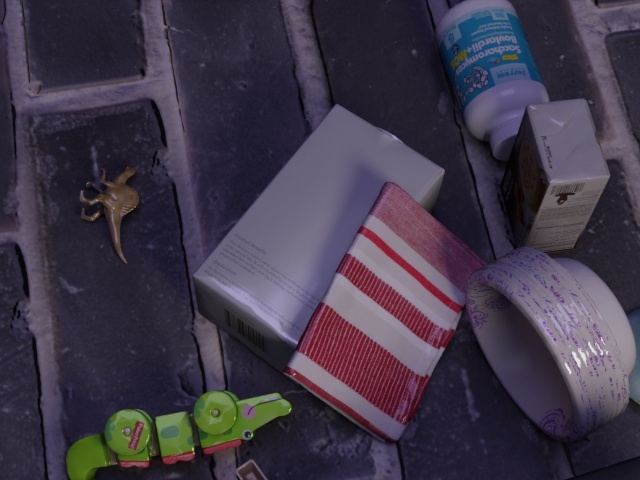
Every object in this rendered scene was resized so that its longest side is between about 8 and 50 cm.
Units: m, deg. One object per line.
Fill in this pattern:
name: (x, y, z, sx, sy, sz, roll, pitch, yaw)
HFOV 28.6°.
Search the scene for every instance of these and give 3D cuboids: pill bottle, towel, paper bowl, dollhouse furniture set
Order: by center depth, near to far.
dollhouse furniture set: (-0.097, 0.373, 1.811, 0.091, 0.081, 0.114, -33, 68, -16)
paper bowl: (0.346, 0.139, 1.823, 0.148, 0.284, 0.284, -27, 67, -14)
towel: (0.105, 0.110, 1.871, 0.237, 0.037, 0.329, 38, 72, -30)
pill bottle: (0.294, -0.268, 2.102, 0.146, 0.146, 0.264, -13, 64, -7)

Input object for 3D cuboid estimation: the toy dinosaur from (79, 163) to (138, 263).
toy dinosaur: (-0.342, -0.058, 2.039, 0.093, 0.053, 0.183, 4, 63, -1)

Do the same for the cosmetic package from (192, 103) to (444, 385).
cosmetic package: (0.000, 0.000, 1.962, 0.217, 0.156, 0.385, 35, 67, 15)

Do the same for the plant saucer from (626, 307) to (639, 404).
plant saucer: (0.542, 0.175, 1.934, 0.195, 0.037, 0.195, 1, 56, -1)

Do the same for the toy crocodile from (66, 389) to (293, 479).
toy crocodile: (-0.205, 0.284, 1.839, 0.340, 0.115, 0.105, -12, 83, -5)

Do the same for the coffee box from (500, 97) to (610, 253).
coffee box: (0.361, -0.094, 1.960, 0.098, 0.246, 0.141, -7, 65, -6)

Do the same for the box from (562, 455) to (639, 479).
box: (0.319, 0.566, 1.536, 0.472, 0.297, 0.480, -18, 60, 4)
